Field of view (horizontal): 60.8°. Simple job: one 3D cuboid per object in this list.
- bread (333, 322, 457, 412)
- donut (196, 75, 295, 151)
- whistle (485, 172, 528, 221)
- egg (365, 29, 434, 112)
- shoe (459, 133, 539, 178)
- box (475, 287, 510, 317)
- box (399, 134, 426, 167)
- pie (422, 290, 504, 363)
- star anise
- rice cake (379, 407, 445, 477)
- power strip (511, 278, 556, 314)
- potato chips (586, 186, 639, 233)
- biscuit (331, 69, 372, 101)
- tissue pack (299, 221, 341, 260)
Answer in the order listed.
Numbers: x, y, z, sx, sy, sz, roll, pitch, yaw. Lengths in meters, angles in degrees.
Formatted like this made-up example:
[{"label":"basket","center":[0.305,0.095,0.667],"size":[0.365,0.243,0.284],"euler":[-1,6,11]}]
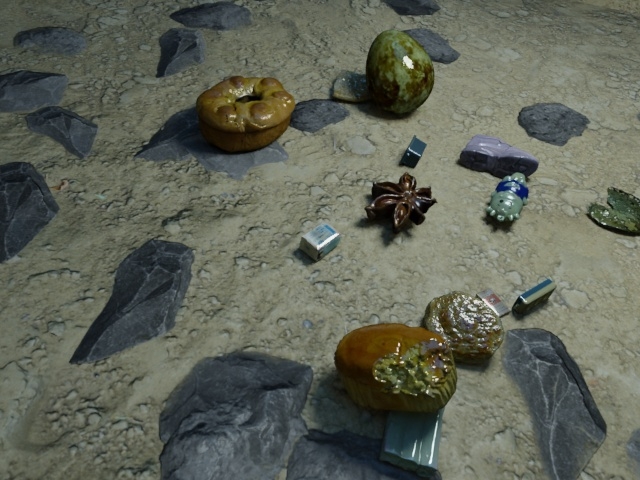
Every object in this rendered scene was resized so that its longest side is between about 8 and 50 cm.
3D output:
[{"label":"bread","center":[0.156,0.265,1.154],"size":[0.250,0.133,0.179],"euler":[6,41,31]},{"label":"donut","center":[-0.244,-0.423,1.785],"size":[0.318,0.150,0.299],"euler":[-7,48,-12]},{"label":"whistle","center":[0.574,-0.135,1.651],"size":[0.110,0.092,0.244],"euler":[18,48,24]},{"label":"egg","center":[0.272,-0.591,1.916],"size":[0.238,0.289,0.238],"euler":[-26,19,10]},{"label":"shoe","center":[0.591,-0.284,1.792],"size":[0.245,0.095,0.137],"euler":[14,50,16]},{"label":"box","center":[0.447,0.162,1.413],"size":[0.046,0.012,0.083],"euler":[-22,54,-23]},{"label":"box","center":[0.305,-0.286,1.780],"size":[0.054,0.074,0.099],"euler":[30,49,2]},{"label":"pie","center":[0.339,0.210,1.314],"size":[0.163,0.078,0.193],"euler":[-39,62,-23]},{"label":"star anise","center":[0.224,-0.104,1.585],"size":[0.220,0.098,0.214],"euler":[-28,42,-23]},{"label":"rice cake","center":[0.203,0.372,1.165],"size":[0.127,0.043,0.237],"euler":[18,46,9]},{"label":"power strip","center":[0.552,0.147,1.410],"size":[0.123,0.056,0.032],"euler":[-23,54,-24]},{"label":"potato chips","center":[0.936,-0.090,1.696],"size":[0.220,0.029,0.202],"euler":[-18,54,-24]},{"label":"biscuit","center":[0.139,-0.585,2.057],"size":[0.266,0.040,0.188],"euler":[-26,55,-29]},{"label":"tissue pack","center":[0.000,0.000,1.480],"size":[0.074,0.058,0.094],"euler":[39,55,24]}]
